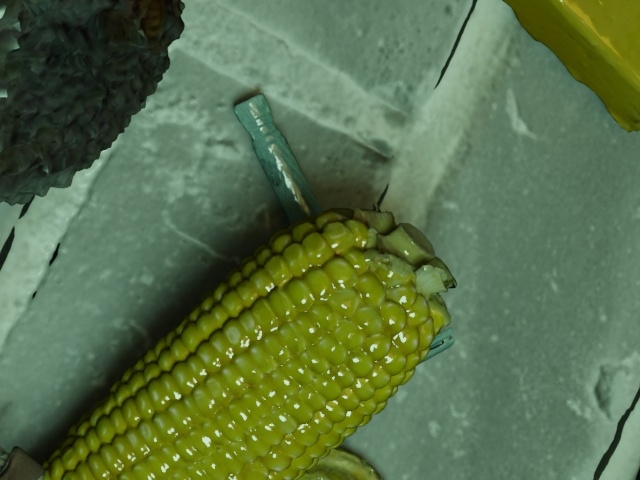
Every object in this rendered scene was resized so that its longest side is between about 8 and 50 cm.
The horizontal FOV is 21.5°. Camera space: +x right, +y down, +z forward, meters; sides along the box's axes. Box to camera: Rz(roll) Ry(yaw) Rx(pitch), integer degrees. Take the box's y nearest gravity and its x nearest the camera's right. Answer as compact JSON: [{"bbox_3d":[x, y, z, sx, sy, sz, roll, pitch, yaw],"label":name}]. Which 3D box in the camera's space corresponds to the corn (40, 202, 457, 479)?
[{"bbox_3d":[-0.076,0.124,1.134,0.387,0.144,0.144,-40,106,5],"label":"corn"}]

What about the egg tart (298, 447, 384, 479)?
[{"bbox_3d":[-0.012,0.244,1.232,0.191,0.074,0.191,-2,97,-20],"label":"egg tart"}]

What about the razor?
[{"bbox_3d":[0.000,0.000,1.229,0.106,0.068,0.232,-27,96,-15],"label":"razor"}]

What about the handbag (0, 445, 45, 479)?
[{"bbox_3d":[-0.317,0.139,1.071,0.193,0.190,0.251,-42,103,-24],"label":"handbag"}]

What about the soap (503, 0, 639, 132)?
[{"bbox_3d":[0.288,-0.260,1.276,0.204,0.096,0.324,42,81,-16],"label":"soap"}]

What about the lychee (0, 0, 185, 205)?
[{"bbox_3d":[-0.224,-0.159,1.028,0.300,0.300,0.300,-1,95,-18],"label":"lychee"}]
